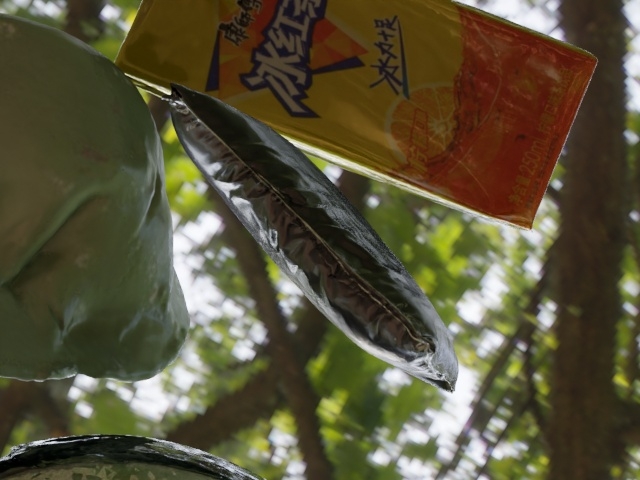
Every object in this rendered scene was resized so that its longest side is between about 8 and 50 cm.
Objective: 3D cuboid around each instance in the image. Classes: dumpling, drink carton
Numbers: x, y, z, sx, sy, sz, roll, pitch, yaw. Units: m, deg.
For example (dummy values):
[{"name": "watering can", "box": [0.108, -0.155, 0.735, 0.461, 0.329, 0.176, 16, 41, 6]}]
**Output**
[{"name": "dumpling", "box": [-0.235, -0.021, 1.442, 0.212, 0.320, 0.270, 146, -48, -70]}, {"name": "drink carton", "box": [0.026, -0.136, 1.553, 0.351, 0.111, 0.155, 21, -90, 1]}]

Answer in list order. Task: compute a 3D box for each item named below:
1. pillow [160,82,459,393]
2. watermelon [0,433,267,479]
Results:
[{"name": "pillow", "box": [0.000, 0.000, 1.090, 0.055, 0.141, 0.208, -42, -105, 0]}, {"name": "watermelon", "box": [-0.111, 0.235, 1.189, 0.289, 0.320, 0.214, -13, -123, 58]}]
